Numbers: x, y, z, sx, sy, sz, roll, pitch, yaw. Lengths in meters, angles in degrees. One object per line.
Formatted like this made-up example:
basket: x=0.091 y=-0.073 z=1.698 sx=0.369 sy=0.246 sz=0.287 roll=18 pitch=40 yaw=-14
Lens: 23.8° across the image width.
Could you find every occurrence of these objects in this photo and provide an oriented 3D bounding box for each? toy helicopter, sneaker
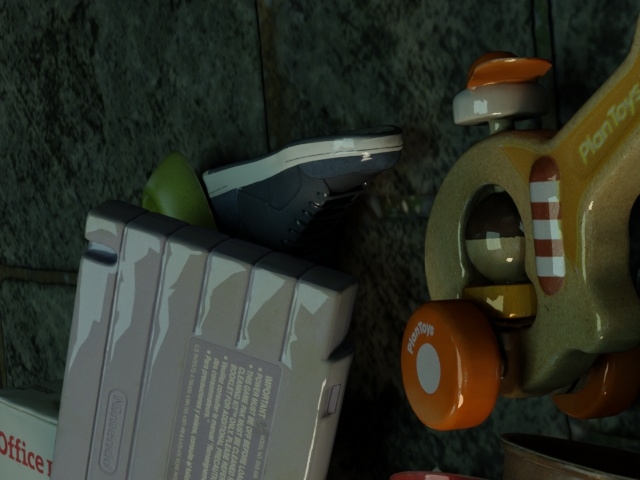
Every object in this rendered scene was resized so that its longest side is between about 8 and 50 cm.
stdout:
toy helicopter: x=0.154 y=-0.049 z=0.925 sx=0.355 sy=0.140 sz=0.235 roll=124 pitch=138 yaw=-51
sneaker: x=0.001 y=0.000 z=1.209 sx=0.226 sy=0.086 sz=0.163 roll=-16 pitch=86 yaw=53

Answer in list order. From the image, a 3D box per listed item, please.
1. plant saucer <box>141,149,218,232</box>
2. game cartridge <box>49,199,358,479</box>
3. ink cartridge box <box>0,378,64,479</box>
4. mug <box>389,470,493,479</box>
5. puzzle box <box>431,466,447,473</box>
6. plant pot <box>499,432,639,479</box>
plant saucer: x=-0.118 y=0.040 z=1.357 sx=0.241 sy=0.037 sz=0.241 roll=166 pitch=90 yaw=-76
game cartridge: x=-0.103 y=0.165 z=1.227 sx=0.230 sy=0.068 sz=0.355 roll=16 pitch=109 yaw=14
ink cartridge box: x=-0.185 y=0.345 z=1.478 sx=0.285 sy=0.166 sz=0.395 roll=8 pitch=104 yaw=53
mug: x=0.080 y=0.244 z=1.001 sx=0.113 sy=0.150 sz=0.169 roll=1 pitch=70 yaw=29
puzzle box: x=0.112 y=0.385 z=1.029 sx=0.272 sy=0.052 sz=0.409 roll=-46 pitch=50 yaw=2
plant pot: x=0.171 y=0.213 z=0.901 sx=0.167 sy=0.167 sz=0.165 roll=12 pitch=89 yaw=54
